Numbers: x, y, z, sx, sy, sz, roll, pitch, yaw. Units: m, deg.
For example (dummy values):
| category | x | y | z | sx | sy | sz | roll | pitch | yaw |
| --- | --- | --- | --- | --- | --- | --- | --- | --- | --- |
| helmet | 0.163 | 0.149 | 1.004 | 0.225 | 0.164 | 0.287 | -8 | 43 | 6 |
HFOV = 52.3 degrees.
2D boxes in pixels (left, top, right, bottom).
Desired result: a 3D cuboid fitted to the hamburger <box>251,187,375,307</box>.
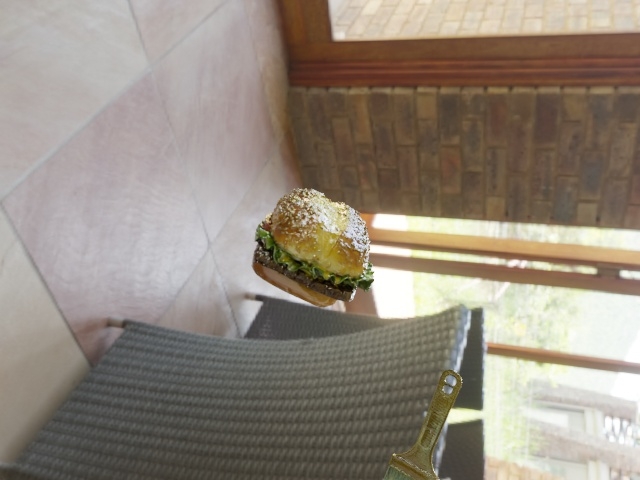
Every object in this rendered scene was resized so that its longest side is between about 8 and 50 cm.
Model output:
| category | x | y | z | sx | sy | sz | roll | pitch | yaw |
| --- | --- | --- | --- | --- | --- | --- | --- | --- | --- |
| hamburger | 0.000 | 0.000 | 0.708 | 0.166 | 0.137 | 0.087 | -79 | -165 | -68 |

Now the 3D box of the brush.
| category | x | y | z | sx | sy | sz | roll | pitch | yaw |
| --- | --- | --- | --- | --- | --- | --- | --- | --- | --- |
| brush | 0.163 | 0.298 | 0.981 | 0.218 | 0.082 | 0.010 | -67 | 157 | -1 |
